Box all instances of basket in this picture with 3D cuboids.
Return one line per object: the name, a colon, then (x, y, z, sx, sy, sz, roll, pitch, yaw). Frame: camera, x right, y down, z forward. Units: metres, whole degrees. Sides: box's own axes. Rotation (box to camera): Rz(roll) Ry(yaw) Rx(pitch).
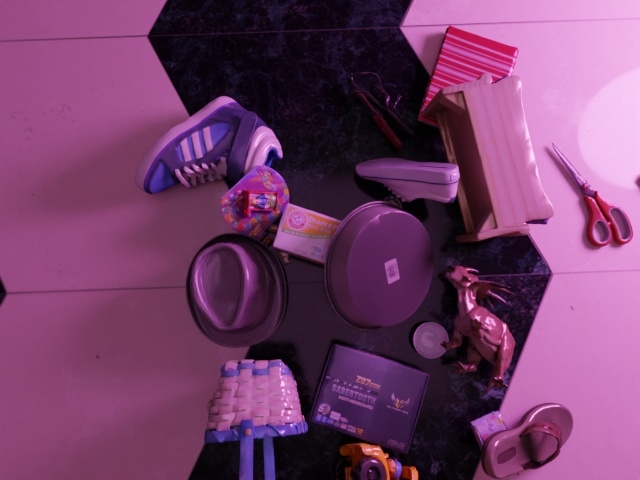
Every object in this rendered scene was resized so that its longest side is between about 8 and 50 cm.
basket: (-0.127, 0.403, 0.853, 0.201, 0.254, 0.288, -8, 64, -2)

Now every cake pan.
cake pan: (0.143, 0.060, 0.908, 0.294, 0.054, 0.292, -4, 98, -33)

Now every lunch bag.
lunch bag: (0.389, 0.436, 0.940, 0.071, 0.053, 0.083, -26, 95, -3)

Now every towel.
towel: (0.378, -0.399, 1.057, 0.199, 0.031, 0.274, 19, 85, 0)

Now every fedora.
fedora: (-0.207, 0.113, 0.939, 0.244, 0.124, 0.274, -4, 84, 6)

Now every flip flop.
flip flop: (0.464, 0.438, 0.892, 0.278, 0.080, 0.112, -6, 83, -28)

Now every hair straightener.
hair straightener: (0.160, -0.343, 1.049, 0.089, 0.047, 0.230, -38, 80, -4)

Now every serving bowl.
serving bowl: (0.259, 0.235, 0.978, 0.084, 0.027, 0.083, 0, 82, 0)

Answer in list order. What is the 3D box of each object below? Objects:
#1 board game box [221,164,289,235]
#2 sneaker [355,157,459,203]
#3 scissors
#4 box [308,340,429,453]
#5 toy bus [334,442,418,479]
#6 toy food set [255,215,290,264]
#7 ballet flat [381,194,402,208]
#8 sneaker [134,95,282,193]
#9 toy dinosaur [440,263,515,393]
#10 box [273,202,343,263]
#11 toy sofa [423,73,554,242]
board game box: (-0.141, -0.086, 0.953, 0.168, 0.033, 0.133, -45, 122, -11)
sneaker: (0.192, -0.135, 0.958, 0.094, 0.258, 0.091, -30, 124, -40)
scissors: (0.677, -0.122, 1.029, 0.109, 0.021, 0.296, -19, 82, 0)
box: (0.110, 0.355, 0.948, 0.233, 0.059, 0.183, 19, 82, 2)
toy bus: (0.153, 0.548, 0.884, 0.212, 0.149, 0.220, 3, 63, -19)
toy food set: (-0.122, 0.004, 1.014, 0.078, 0.019, 0.122, -11, 91, -1)
ballet flat: (0.165, -0.019, 0.992, 0.070, 0.070, 0.188, 1, 83, 0)
sneaker: (-0.245, -0.172, 0.978, 0.236, 0.130, 0.323, 44, 79, 9)
toy dinosaur: (0.382, 0.203, 0.944, 0.200, 0.127, 0.295, -36, 102, -39)
box: (0.000, 0.000, 0.955, 0.203, 0.114, 0.103, 18, 84, -3)
toy sofa: (0.380, -0.181, 0.955, 0.177, 0.150, 0.361, -14, 89, -1)
